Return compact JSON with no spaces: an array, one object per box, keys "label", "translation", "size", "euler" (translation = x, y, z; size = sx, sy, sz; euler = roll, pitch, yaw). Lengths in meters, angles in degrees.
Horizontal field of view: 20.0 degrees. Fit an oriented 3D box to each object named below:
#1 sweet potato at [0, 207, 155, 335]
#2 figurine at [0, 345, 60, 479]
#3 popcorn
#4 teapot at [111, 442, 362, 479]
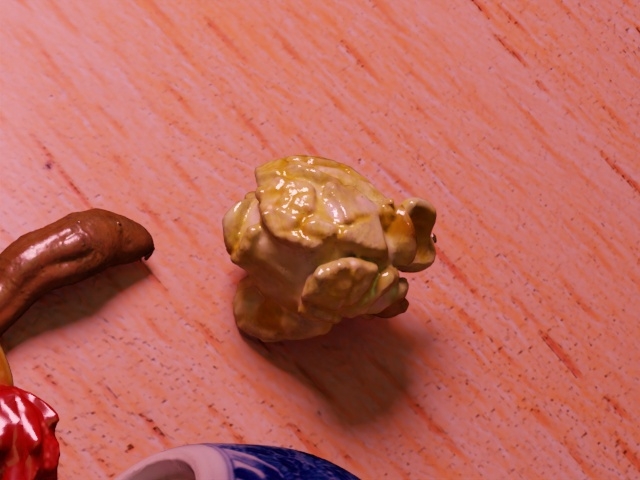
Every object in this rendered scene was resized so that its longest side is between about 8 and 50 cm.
[{"label":"sweet potato","translation":[-0.196,0.023,1.253],"size":[0.182,0.054,0.053],"euler":[-34,68,-30]},{"label":"figurine","translation":[-0.341,0.136,0.963],"size":[0.401,0.268,0.387],"euler":[35,85,41]},{"label":"popcorn","translation":[0.000,0.000,1.293],"size":[0.162,0.141,0.135],"euler":[-23,69,11]},{"label":"teapot","translation":[-0.030,0.265,1.070],"size":[0.280,0.252,0.424],"euler":[46,27,-22]}]
